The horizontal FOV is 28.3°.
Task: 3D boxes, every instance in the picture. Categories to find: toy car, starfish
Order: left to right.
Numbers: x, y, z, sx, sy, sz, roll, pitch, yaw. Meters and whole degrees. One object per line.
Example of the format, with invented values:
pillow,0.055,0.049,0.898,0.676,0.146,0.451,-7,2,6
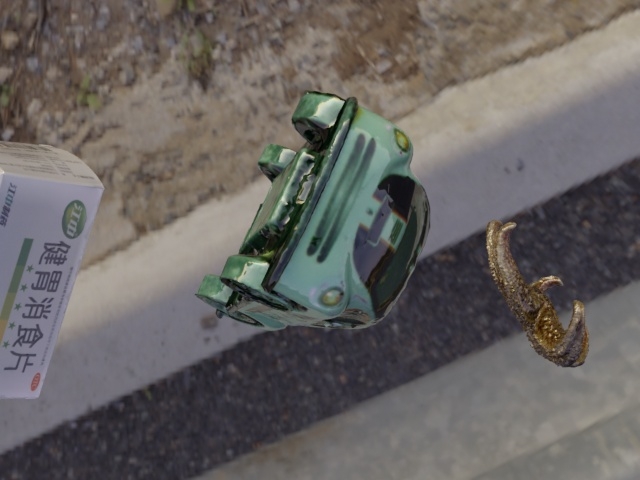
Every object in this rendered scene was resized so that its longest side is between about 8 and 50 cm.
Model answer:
toy car,0.000,0.000,0.894,0.125,0.306,0.136,25,78,-5
starfish,0.092,0.025,0.533,0.028,0.078,0.091,-35,133,5

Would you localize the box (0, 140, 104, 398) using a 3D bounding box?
box,-0.429,0.036,1.663,0.173,0.145,0.332,7,106,-53
